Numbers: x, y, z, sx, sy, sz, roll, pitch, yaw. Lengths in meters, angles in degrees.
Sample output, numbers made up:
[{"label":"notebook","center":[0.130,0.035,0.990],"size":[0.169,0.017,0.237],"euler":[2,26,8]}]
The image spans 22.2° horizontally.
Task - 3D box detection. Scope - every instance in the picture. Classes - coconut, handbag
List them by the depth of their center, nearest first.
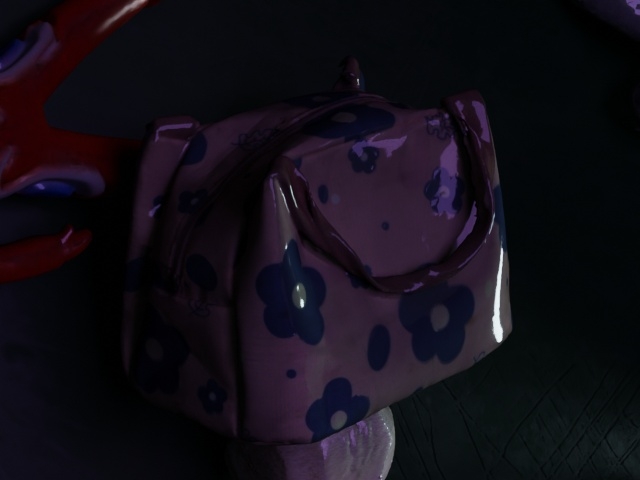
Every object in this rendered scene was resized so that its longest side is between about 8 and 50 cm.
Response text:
[{"label":"handbag","center":[0.000,0.000,1.070],"size":[0.251,0.190,0.193],"euler":[-22,117,-39]},{"label":"coconut","center":[0.001,0.134,1.124],"size":[0.124,0.110,0.110],"euler":[-22,98,-38]}]

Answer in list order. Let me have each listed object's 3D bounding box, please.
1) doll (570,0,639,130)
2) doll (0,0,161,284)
[{"label":"doll","center":[0.365,-0.186,1.464],"size":[0.340,0.158,0.245],"euler":[25,72,-4]},{"label":"doll","center":[-0.216,-0.059,0.991],"size":[0.384,0.099,0.188],"euler":[-28,102,-41]}]
